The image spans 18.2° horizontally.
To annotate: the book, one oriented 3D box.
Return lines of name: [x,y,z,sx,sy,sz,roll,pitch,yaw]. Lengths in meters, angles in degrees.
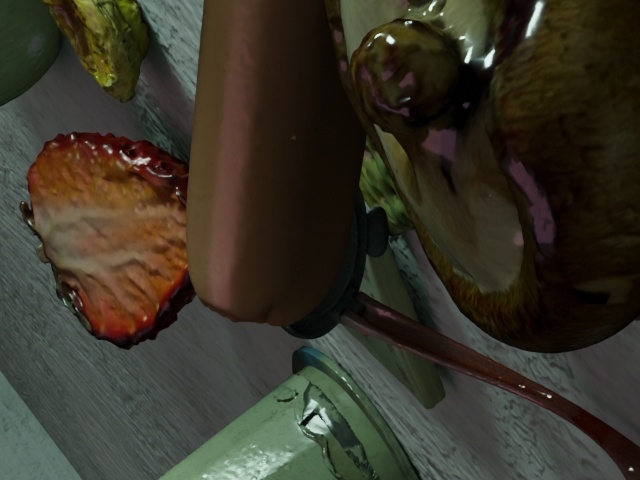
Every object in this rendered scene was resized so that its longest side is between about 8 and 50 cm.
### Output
book: [0.000,0.000,1.359,0.232,0.022,0.162,44,162,50]

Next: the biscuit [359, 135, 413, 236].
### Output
biscuit: [0.037,-0.074,1.141,0.139,0.016,0.231,58,165,-1]

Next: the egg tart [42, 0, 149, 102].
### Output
egg tart: [-0.172,-0.170,1.541,0.130,0.052,0.130,51,163,22]

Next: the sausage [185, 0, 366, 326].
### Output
sausage: [-0.015,-0.097,0.933,0.086,0.086,0.289,35,121,56]

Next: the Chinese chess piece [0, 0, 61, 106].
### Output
Chinese chess piece: [-0.377,-0.275,1.813,0.349,0.146,0.349,52,162,24]

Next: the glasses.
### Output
glasses: [0.084,0.005,1.061,0.268,0.118,0.234,24,149,26]

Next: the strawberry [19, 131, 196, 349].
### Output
strawberry: [-0.137,-0.015,1.661,0.236,0.111,0.190,-10,100,49]

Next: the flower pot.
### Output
flower pot: [-0.034,0.226,1.586,0.212,0.203,0.212,48,161,22]

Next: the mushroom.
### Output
mushroom: [0.085,-0.067,0.815,0.194,0.138,0.231,61,-177,-67]
